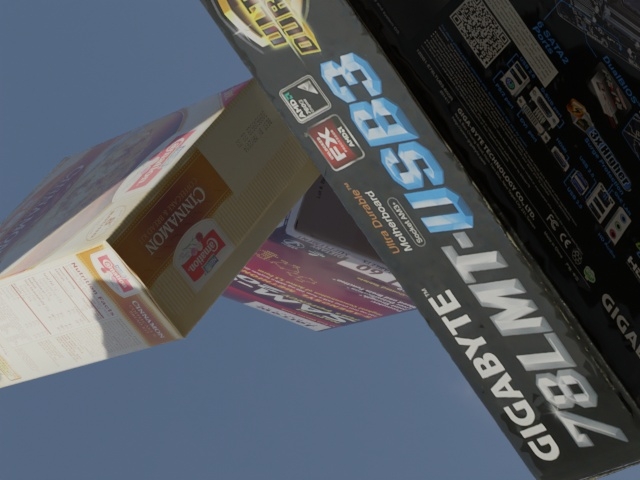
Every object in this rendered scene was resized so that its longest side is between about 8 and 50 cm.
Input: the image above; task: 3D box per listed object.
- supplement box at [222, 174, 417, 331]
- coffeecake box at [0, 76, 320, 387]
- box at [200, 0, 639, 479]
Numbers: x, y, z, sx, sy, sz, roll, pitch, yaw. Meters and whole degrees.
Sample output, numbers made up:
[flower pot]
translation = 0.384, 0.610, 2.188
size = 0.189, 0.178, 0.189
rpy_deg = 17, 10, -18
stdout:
[supplement box]
translation = 0.000, 0.000, 1.236
size = 0.130, 0.239, 0.073
rpy_deg = 21, -105, -19
[coffeecake box]
translation = -0.109, -0.001, 0.988
size = 0.068, 0.185, 0.142
rpy_deg = 53, -130, -18
[box]
translation = 0.101, -0.089, 0.826
size = 0.295, 0.073, 0.293
rpy_deg = 54, -140, -11
